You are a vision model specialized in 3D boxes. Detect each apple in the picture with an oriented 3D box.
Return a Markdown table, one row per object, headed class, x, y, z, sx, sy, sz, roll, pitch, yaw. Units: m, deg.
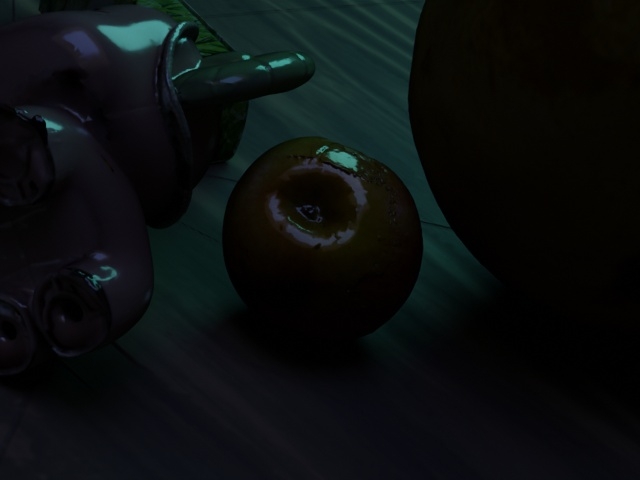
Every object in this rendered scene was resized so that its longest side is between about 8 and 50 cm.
| class | x | y | z | sx | sy | sz | roll | pitch | yaw |
| --- | --- | --- | --- | --- | --- | --- | --- | --- | --- |
| apple | 0.000 | 0.000 | 1.246 | 0.146 | 0.146 | 0.146 | 7 | 34 | -5 |

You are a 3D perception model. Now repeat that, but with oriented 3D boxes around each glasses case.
| class | x | y | z | sx | sy | sz | roll | pitch | yaw |
| --- | --- | --- | --- | --- | --- | --- | --- | --- | --- |
| glasses case | -0.149 | -0.171 | 1.502 | 0.062 | 0.095 | 0.272 | -8 | 38 | -33 |

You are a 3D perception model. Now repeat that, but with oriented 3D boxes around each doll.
| class | x | y | z | sx | sy | sz | roll | pitch | yaw |
| --- | --- | --- | --- | --- | --- | --- | --- | --- | --- |
| doll | -0.152 | -0.054 | 1.245 | 0.284 | 0.216 | 0.268 | -15 | 8 | 33 |

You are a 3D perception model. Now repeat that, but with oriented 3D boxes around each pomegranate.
| class | x | y | z | sx | sy | sz | roll | pitch | yaw |
| --- | --- | --- | --- | --- | --- | --- | --- | --- | --- |
| pomegranate | 0.264 | -0.127 | 1.259 | 0.416 | 0.417 | 0.417 | 7 | 34 | -5 |
